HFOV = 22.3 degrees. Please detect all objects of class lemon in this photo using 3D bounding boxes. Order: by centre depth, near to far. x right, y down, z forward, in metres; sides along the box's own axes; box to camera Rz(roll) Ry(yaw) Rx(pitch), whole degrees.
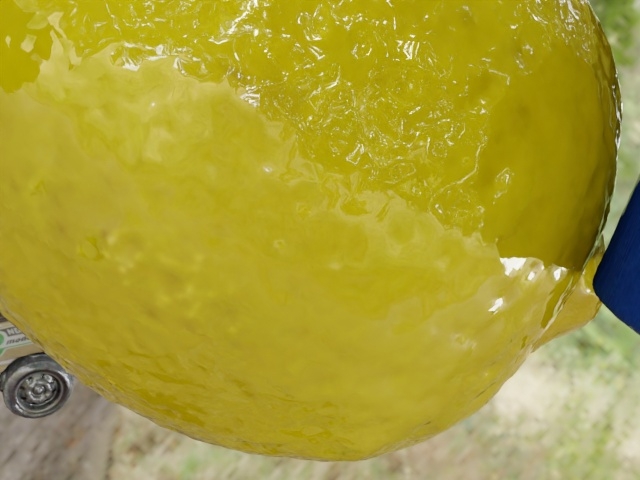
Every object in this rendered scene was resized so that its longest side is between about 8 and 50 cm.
[{"bbox_3d":[-0.021,-0.042,0.568,0.288,0.233,0.233,31,18,-14],"label":"lemon"}]

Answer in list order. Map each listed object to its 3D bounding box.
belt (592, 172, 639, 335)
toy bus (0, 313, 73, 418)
[{"bbox_3d":[0.245,0.013,0.560,0.347,0.117,0.212,11,14,-38],"label":"belt"},{"bbox_3d":[-0.133,0.007,1.126,0.290,0.157,0.139,-12,32,-16],"label":"toy bus"}]
